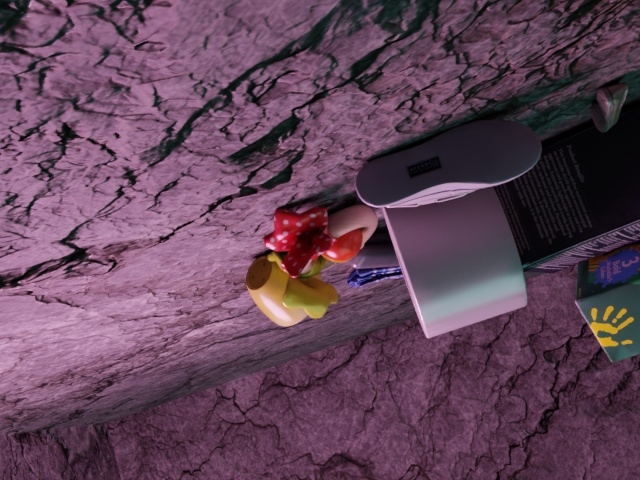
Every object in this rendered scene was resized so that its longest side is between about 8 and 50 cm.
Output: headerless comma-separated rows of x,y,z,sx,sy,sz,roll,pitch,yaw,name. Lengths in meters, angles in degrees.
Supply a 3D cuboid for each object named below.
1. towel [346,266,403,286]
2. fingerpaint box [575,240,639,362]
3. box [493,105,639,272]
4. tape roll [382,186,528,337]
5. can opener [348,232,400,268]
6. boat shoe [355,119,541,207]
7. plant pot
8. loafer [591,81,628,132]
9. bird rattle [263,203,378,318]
0.230,0.073,1.913,0.336,0.040,0.243,-6,175,-3,towel
0.702,-0.009,1.649,0.371,0.163,0.445,-24,-160,30,fingerpaint box
0.473,-0.077,1.461,0.294,0.182,0.296,-23,167,24,box
0.210,0.017,1.366,0.169,0.246,0.246,-18,167,3,tape roll
0.152,-0.003,1.654,0.283,0.076,0.095,-2,128,-49,can opener
0.178,-0.104,1.193,0.258,0.095,0.084,-10,173,13,boat shoe
-0.079,0.077,1.540,0.134,0.134,0.095,-26,140,34,plant pot
0.420,-0.192,1.228,0.039,0.045,0.125,-26,164,6,loafer
0.000,0.000,1.390,0.207,0.143,0.253,-30,154,-21,bird rattle
